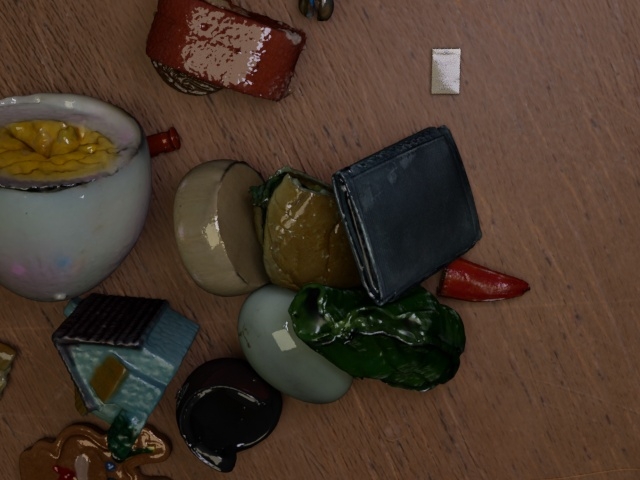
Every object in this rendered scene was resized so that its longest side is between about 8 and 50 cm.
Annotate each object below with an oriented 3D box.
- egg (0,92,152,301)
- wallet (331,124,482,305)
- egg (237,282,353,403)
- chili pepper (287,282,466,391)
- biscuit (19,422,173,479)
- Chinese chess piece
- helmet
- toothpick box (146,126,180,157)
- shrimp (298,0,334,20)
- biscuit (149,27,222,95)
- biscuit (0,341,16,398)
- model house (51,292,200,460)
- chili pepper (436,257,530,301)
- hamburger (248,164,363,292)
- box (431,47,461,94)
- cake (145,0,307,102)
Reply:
[{"bbox_3d":[-0.486,-0.049,1.671,0.354,0.354,0.340,11,126,6],"label":"egg"},{"bbox_3d":[0.151,-0.050,1.588,0.075,0.342,0.237,-14,100,42],"label":"wallet"},{"bbox_3d":[-0.042,0.195,1.719,0.183,0.183,0.264,-37,103,13],"label":"egg"},{"bbox_3d":[0.114,0.150,1.618,0.213,0.385,0.168,-26,59,29],"label":"chili pepper"},{"bbox_3d":[-0.463,0.476,1.901,0.333,0.047,0.202,0,101,9],"label":"biscuit"},{"bbox_3d":[-0.165,-0.023,1.661,0.103,0.250,0.250,-11,99,23],"label":"Chinese chess piece"},{"bbox_3d":[-0.176,0.322,1.755,0.216,0.193,0.189,17,107,-39],"label":"helmet"},{"bbox_3d":[-0.310,-0.185,1.754,0.083,0.047,0.047,-14,98,10],"label":"toothpick box"},{"bbox_3d":[0.056,-0.602,1.605,0.221,0.110,0.446,19,99,-4],"label":"shrimp"},{"bbox_3d":[-0.233,-0.366,1.720,0.187,0.027,0.188,2,101,8],"label":"biscuit"},{"bbox_3d":[-0.734,0.336,1.914,0.154,0.045,0.299,19,102,6],"label":"biscuit"},{"bbox_3d":[-0.400,0.224,1.724,0.248,0.280,0.230,30,102,-4],"label":"model house"},{"bbox_3d":[0.308,0.078,1.714,0.168,0.065,0.088,10,118,1],"label":"chili pepper"},{"bbox_3d":[0.000,0.000,1.643,0.308,0.132,0.211,18,104,-37],"label":"hamburger"},{"bbox_3d":[0.228,-0.307,1.668,0.053,0.024,0.083,3,100,7],"label":"box"},{"bbox_3d":[-0.166,-0.347,1.611,0.282,0.177,0.151,22,99,-2],"label":"cake"}]
